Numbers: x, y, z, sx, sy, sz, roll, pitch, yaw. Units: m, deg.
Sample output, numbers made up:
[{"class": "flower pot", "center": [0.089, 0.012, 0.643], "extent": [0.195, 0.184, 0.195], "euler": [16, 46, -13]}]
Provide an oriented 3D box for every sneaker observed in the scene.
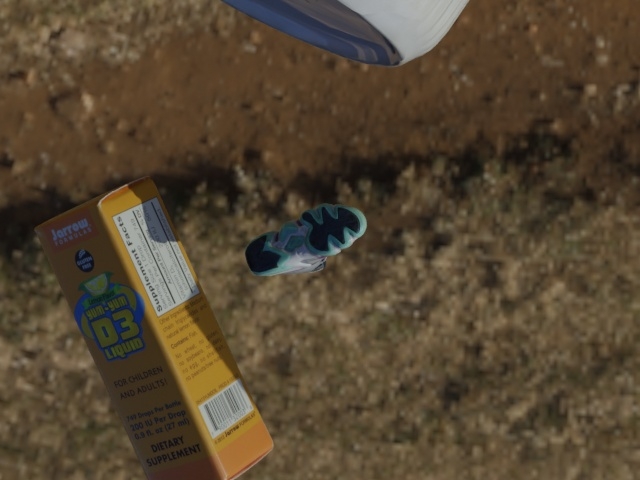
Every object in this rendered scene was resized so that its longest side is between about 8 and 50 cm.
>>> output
[{"class": "sneaker", "center": [0.000, 0.000, 1.131], "extent": [0.098, 0.038, 0.069], "euler": [-18, 169, 26]}]

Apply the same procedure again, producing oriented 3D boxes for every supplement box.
[{"class": "supplement box", "center": [-0.126, 0.075, 1.172], "extent": [0.078, 0.080, 0.233], "euler": [-22, 93, 34]}]

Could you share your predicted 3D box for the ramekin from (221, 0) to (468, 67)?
[{"class": "ramekin", "center": [-0.008, -0.167, 0.739], "extent": [0.207, 0.109, 0.207], "euler": [26, 177, 1]}]
